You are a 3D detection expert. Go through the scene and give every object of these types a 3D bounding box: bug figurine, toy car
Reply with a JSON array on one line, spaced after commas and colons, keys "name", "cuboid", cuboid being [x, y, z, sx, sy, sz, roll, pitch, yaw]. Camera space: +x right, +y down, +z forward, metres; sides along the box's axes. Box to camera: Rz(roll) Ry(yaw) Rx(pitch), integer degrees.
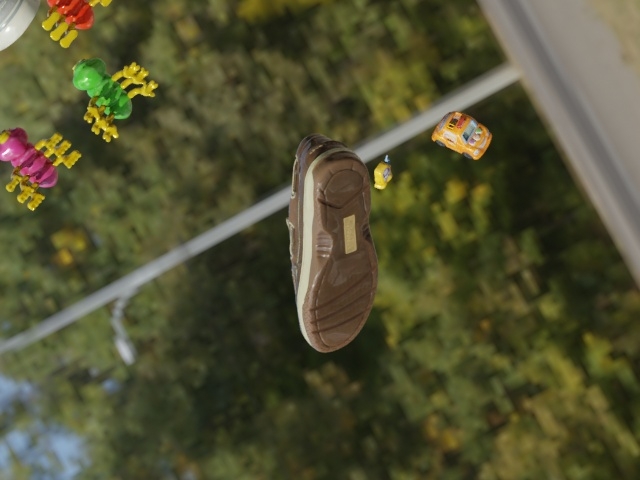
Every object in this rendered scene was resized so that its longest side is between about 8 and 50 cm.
[{"name": "bug figurine", "cuboid": [-0.321, -0.169, 2.177, 0.216, 0.279, 0.072, 50, 169, -31]}, {"name": "toy car", "cuboid": [0.112, -0.086, 1.947, 0.060, 0.122, 0.040, 44, 168, 24]}]

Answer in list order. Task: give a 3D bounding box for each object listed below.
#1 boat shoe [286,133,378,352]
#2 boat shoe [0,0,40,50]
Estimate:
[{"name": "boat shoe", "cuboid": [0.007, -0.002, 2.132, 0.095, 0.095, 0.257, 48, 142, 46]}, {"name": "boat shoe", "cuboid": [-0.333, -0.233, 1.786, 0.081, 0.079, 0.227, 37, 176, -36]}]
